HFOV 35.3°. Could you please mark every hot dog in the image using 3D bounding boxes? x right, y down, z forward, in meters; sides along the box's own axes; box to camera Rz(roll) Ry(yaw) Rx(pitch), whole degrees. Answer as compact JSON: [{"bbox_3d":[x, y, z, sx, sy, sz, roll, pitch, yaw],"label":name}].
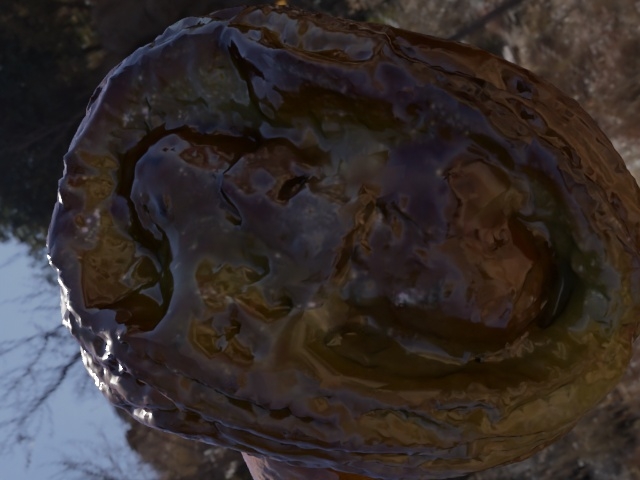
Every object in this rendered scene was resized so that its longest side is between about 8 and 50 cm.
[{"bbox_3d":[-0.003,-0.001,0.404,0.114,0.259,0.175,23,-102,-60],"label":"hot dog"}]

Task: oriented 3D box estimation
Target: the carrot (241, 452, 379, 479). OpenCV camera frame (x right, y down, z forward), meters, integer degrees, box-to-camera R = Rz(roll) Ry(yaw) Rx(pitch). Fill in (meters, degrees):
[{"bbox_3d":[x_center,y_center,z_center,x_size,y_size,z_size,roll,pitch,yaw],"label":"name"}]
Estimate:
[{"bbox_3d":[-0.022,0.115,0.932,0.196,0.196,0.254,-110,-4,-46],"label":"carrot"}]
